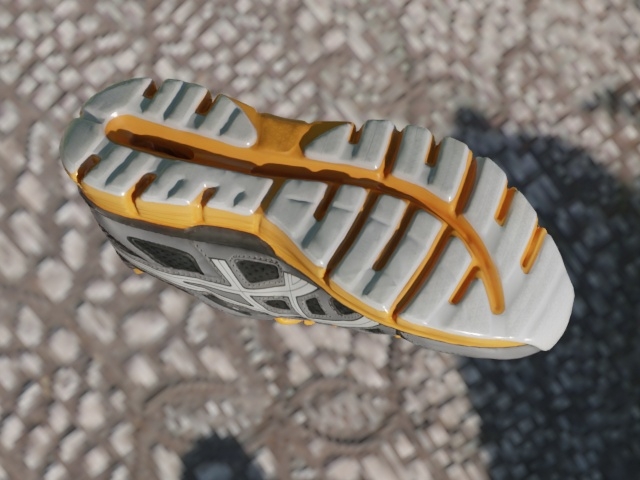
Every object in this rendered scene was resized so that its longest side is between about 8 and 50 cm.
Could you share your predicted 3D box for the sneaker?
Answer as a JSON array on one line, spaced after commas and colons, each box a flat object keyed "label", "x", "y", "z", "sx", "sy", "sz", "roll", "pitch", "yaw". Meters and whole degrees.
[{"label": "sneaker", "x": 0.000, "y": 0.000, "z": 0.781, "sx": 0.215, "sy": 0.083, "sz": 0.084, "roll": 21, "pitch": 56, "yaw": 20}]
